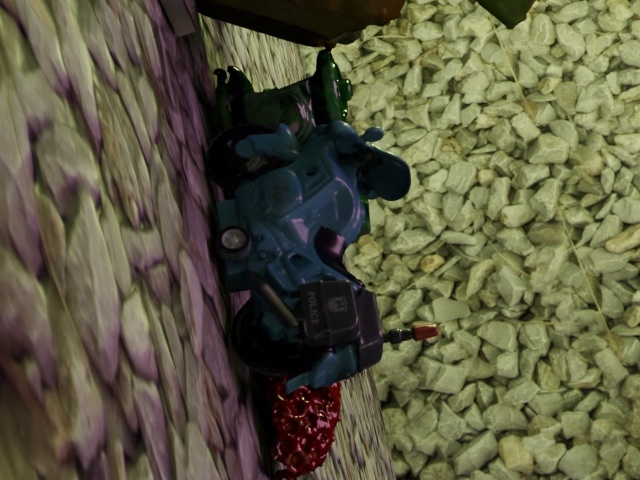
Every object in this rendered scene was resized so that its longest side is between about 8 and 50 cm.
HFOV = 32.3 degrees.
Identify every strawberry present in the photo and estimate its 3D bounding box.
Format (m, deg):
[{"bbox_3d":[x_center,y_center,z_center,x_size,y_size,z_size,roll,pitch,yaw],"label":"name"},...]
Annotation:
[{"bbox_3d":[-0.012,0.144,1.010,0.188,0.082,0.121,-103,180,-59],"label":"strawberry"}]

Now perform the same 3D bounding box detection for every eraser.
[{"bbox_3d":[-0.146,-0.269,0.989,0.150,0.023,0.104,70,7,-58],"label":"eraser"}]

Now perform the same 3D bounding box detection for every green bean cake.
[{"bbox_3d":[-0.025,-0.278,1.152,0.236,0.232,0.124,-134,-122,-82],"label":"green bean cake"}]

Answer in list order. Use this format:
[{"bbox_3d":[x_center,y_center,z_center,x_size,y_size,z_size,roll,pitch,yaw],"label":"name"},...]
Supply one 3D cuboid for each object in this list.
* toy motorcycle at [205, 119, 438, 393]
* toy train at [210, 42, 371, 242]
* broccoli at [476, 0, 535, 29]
[{"bbox_3d":[0.000,0.000,0.967,0.124,0.182,0.272,87,-6,-59],"label":"toy motorcycle"},{"bbox_3d":[-0.028,-0.098,1.177,0.266,0.145,0.202,-76,155,-80],"label":"toy train"},{"bbox_3d":[0.087,-0.423,1.309,0.275,0.353,0.397,159,-86,-76],"label":"broccoli"}]
